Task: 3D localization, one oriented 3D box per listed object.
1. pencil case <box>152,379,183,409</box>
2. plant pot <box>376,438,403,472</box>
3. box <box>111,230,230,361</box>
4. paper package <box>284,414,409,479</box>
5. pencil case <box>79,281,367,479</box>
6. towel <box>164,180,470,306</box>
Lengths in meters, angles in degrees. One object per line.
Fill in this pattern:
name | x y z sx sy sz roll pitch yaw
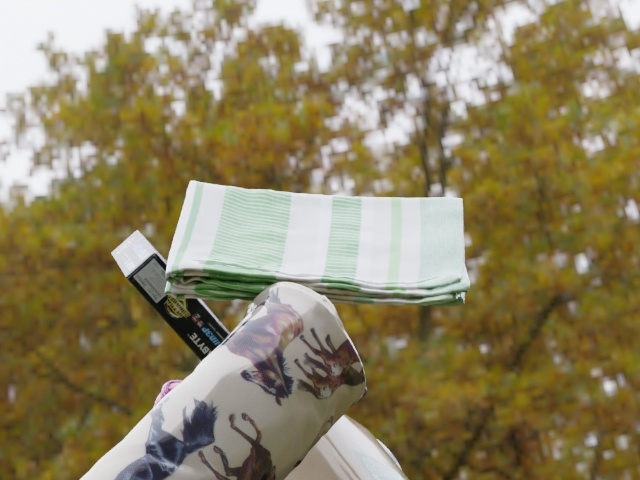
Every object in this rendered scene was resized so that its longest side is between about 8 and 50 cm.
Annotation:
pencil case | -0.193 0.292 2.309 0.098 0.095 0.209 5 -64 -45
plant pot | -0.034 0.401 2.366 0.195 0.290 0.290 6 -39 -34
box | -0.182 0.078 2.211 0.051 0.220 0.175 -41 -76 -4
paper package | -0.014 0.386 2.058 0.168 0.325 0.309 28 -78 -34
pencil case | -0.122 0.230 1.749 0.160 0.410 0.183 33 -34 16
towel | 0.000 0.000 1.951 0.325 0.248 0.038 2 -63 1
